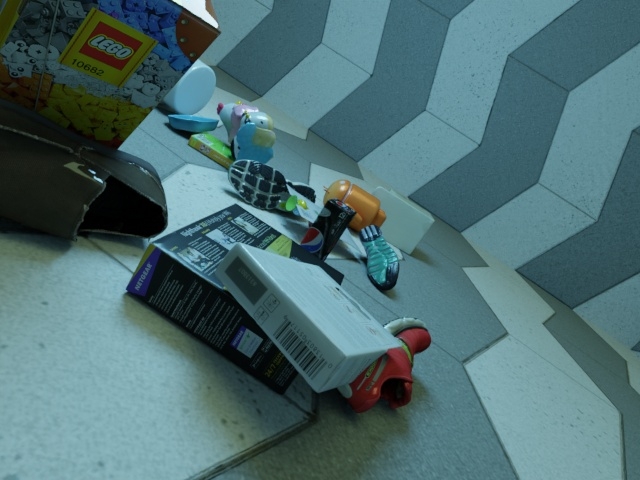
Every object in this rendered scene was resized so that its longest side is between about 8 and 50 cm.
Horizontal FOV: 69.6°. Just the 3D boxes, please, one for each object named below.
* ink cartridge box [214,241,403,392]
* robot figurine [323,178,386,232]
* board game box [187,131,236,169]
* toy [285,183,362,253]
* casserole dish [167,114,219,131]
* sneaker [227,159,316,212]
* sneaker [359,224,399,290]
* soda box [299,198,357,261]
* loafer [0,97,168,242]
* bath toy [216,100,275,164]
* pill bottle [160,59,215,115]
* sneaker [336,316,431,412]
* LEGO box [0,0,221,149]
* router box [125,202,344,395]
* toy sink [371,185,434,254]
[{"bbox_3d":[-0.004,0.096,0.596,0.189,0.066,0.232,43,5,25],"label":"ink cartridge box"},{"bbox_3d":[0.102,-0.110,1.464,0.220,0.128,0.158,31,55,-7],"label":"robot figurine"},{"bbox_3d":[-0.241,-0.225,1.321,0.260,0.039,0.124,29,18,-4],"label":"board game box"},{"bbox_3d":[-0.002,-0.040,1.192,0.237,0.056,0.136,35,20,-41],"label":"toy"},{"bbox_3d":[-0.372,-0.345,1.358,0.114,0.036,0.188,11,18,5],"label":"casserole dish"},{"bbox_3d":[-0.135,-0.131,1.197,0.110,0.106,0.275,23,1,43],"label":"sneaker"},{"bbox_3d":[0.165,0.059,1.214,0.223,0.083,0.098,-100,168,-47],"label":"sneaker"},{"bbox_3d":[0.000,0.000,0.910,0.053,0.168,0.060,36,17,10],"label":"soda box"},{"bbox_3d":[-0.332,-0.074,0.575,0.130,0.133,0.366,42,19,28],"label":"loafer"},{"bbox_3d":[-0.218,-0.322,1.310,0.129,0.151,0.348,41,8,-34],"label":"bath toy"},{"bbox_3d":[-0.519,-0.558,1.445,0.361,0.204,0.204,38,18,13],"label":"pill bottle"},{"bbox_3d":[0.106,0.200,0.723,0.279,0.107,0.118,-2,53,-53],"label":"sneaker"},{"bbox_3d":[-0.381,-0.402,0.687,0.193,0.373,0.499,12,53,-50],"label":"LEGO box"},{"bbox_3d":[-0.101,0.063,0.709,0.243,0.081,0.309,34,17,1],"label":"router box"},{"bbox_3d":[0.257,-0.085,1.635,0.234,0.152,0.131,30,17,-7],"label":"toy sink"}]
